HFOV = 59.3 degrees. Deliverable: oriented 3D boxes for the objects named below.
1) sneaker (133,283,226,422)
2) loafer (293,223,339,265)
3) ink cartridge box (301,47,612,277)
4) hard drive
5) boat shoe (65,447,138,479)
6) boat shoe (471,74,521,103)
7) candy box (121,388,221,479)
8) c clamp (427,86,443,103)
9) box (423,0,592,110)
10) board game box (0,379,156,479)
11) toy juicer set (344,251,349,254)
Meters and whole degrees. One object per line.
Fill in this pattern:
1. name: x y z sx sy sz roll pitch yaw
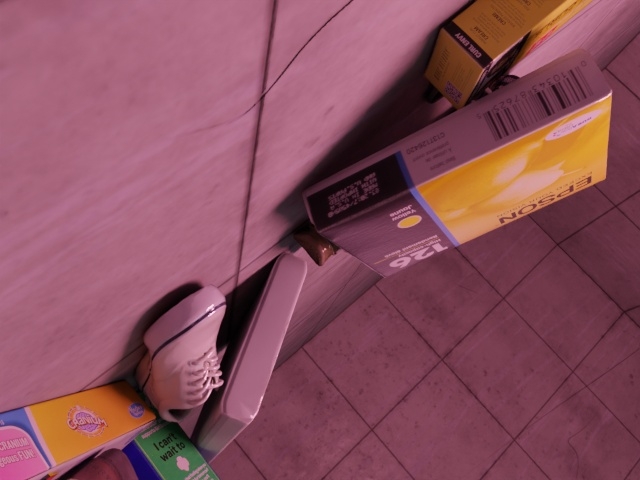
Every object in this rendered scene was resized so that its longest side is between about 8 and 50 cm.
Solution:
1. sneaker: -0.147 0.137 0.646 0.094 0.091 0.258 -35 168 -36
2. loafer: 0.000 0.000 0.749 0.050 0.056 0.148 -42 180 -3
3. ink cartridge box: 0.178 -0.051 0.669 0.303 0.072 0.307 -27 153 17
4. hard drive: -0.122 0.197 0.841 0.353 0.047 0.233 125 -13 -54
5. boat shoe: -0.198 0.349 0.598 0.102 0.285 0.092 0 -155 32
6. boat shoe: 0.228 -0.163 0.817 0.340 0.127 0.158 -13 120 -43
7. candy box: -0.251 0.405 0.737 0.268 0.317 0.122 -42 172 6
8. c clamp: 0.188 -0.217 0.634 0.160 0.022 0.137 -38 177 -22
9. box: 0.209 -0.229 0.544 0.232 0.058 0.087 -40 170 -10
10. board game box: -0.327 0.255 0.538 0.242 0.064 0.316 -42 170 1
11. toy juicer set: 0.158 -0.039 1.073 0.329 0.089 0.209 -48 168 34
